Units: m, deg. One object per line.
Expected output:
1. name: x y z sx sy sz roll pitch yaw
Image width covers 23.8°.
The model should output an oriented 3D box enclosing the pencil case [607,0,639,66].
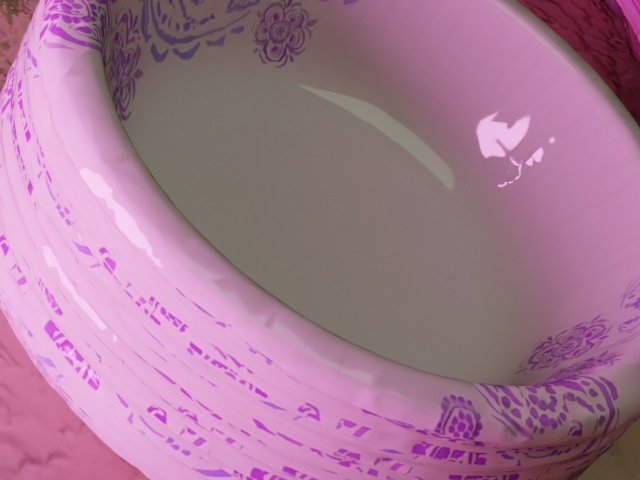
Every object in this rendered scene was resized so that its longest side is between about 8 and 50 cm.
1. pencil case: 0.253 -0.150 0.955 0.160 0.167 0.386 58 11 -51

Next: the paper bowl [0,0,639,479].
1. paper bowl: 0.000 0.000 0.624 0.284 0.148 0.284 19 41 -18
